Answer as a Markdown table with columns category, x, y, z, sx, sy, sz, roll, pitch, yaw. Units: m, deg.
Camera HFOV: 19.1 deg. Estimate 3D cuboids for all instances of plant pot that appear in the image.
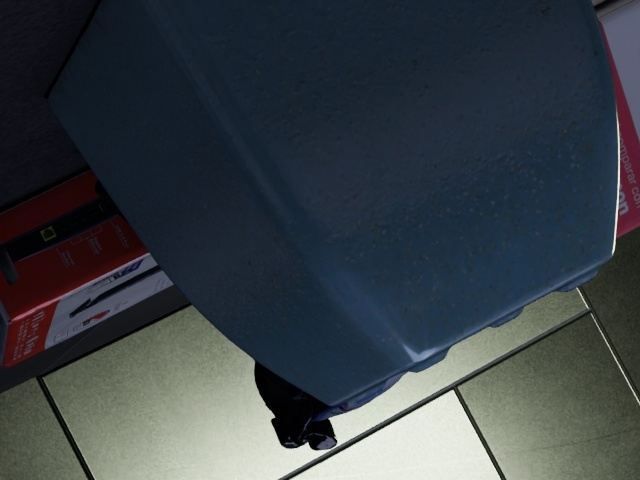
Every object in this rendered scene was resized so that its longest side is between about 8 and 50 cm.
| category | x | y | z | sx | sy | sz | roll | pitch | yaw |
| --- | --- | --- | --- | --- | --- | --- | --- | --- | --- |
| plant pot | 0.026 | -0.052 | 1.078 | 0.247 | 0.252 | 0.248 | -26 | 175 | -22 |

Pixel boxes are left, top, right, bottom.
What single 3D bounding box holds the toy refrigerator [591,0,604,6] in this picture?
| category | x | y | z | sx | sy | sz | roll | pitch | yaw |
| --- | --- | --- | --- | --- | --- | --- | --- | --- | --- |
| toy refrigerator | 0.187 | -0.217 | 1.238 | 0.269 | 0.094 | 0.102 | -28 | 173 | -22 |

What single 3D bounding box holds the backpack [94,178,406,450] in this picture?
| category | x | y | z | sx | sy | sz | roll | pitch | yaw |
| --- | --- | --- | --- | --- | --- | --- | --- | --- | --- |
| backpack | 0.000 | 0.000 | 1.323 | 0.213 | 0.276 | 0.263 | -36 | -177 | -5 |

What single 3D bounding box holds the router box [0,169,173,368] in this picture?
| category | x | y | z | sx | sy | sz | roll | pitch | yaw |
| --- | --- | --- | --- | --- | --- | --- | --- | --- | --- |
| router box | -0.152 | -0.010 | 1.611 | 0.301 | 0.082 | 0.335 | -27 | 176 | -13 |

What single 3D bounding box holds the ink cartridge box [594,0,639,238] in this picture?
| category | x | y | z | sx | sy | sz | roll | pitch | yaw |
| --- | --- | --- | --- | --- | --- | --- | --- | --- | --- |
| ink cartridge box | 0.238 | -0.142 | 1.440 | 0.384 | 0.160 | 0.279 | -27 | -163 | -19 |
